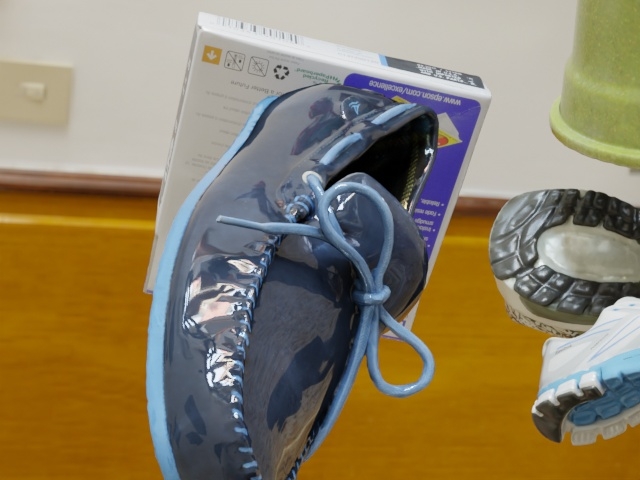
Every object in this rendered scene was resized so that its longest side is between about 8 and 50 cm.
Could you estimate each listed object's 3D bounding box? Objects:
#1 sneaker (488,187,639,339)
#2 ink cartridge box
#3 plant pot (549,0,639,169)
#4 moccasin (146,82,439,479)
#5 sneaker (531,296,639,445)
[{"bbox_3d":[0.356,0.070,1.176,0.182,0.410,0.158,88,-159,-67],"label":"sneaker"},{"bbox_3d":[-0.008,-0.039,0.878,0.045,0.206,0.208,-96,20,-63],"label":"ink cartridge box"},{"bbox_3d":[0.322,-0.226,1.026,0.276,0.276,0.254,-124,22,-62],"label":"plant pot"},{"bbox_3d":[0.000,0.000,0.648,0.342,0.117,0.137,-76,-24,-50],"label":"moccasin"},{"bbox_3d":[0.221,0.062,0.775,0.071,0.191,0.083,53,-151,-37],"label":"sneaker"}]
